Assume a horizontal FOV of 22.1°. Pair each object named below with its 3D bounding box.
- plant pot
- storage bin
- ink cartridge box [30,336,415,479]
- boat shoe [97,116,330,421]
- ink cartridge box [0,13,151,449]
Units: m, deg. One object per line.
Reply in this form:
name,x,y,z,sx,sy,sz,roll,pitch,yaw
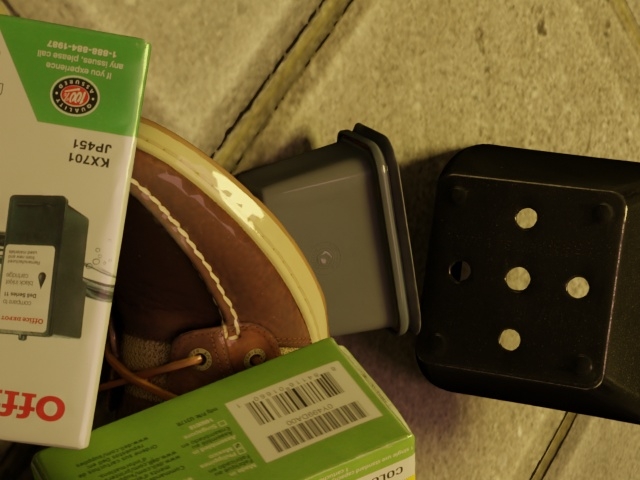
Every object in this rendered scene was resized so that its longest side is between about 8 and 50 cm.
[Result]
plant pot,0.158,0.029,1.120,0.167,0.188,0.188,5,93,-68
storage bin,0.000,0.000,1.066,0.091,0.098,0.135,-13,108,-16
ink cartridge box,-0.045,0.205,0.944,0.188,0.097,0.255,-20,131,-20
boat shoe,-0.069,0.077,0.979,0.123,0.123,0.342,-52,135,-29
ink cartridge box,-0.176,-0.008,0.825,0.153,0.087,0.208,8,90,-11
